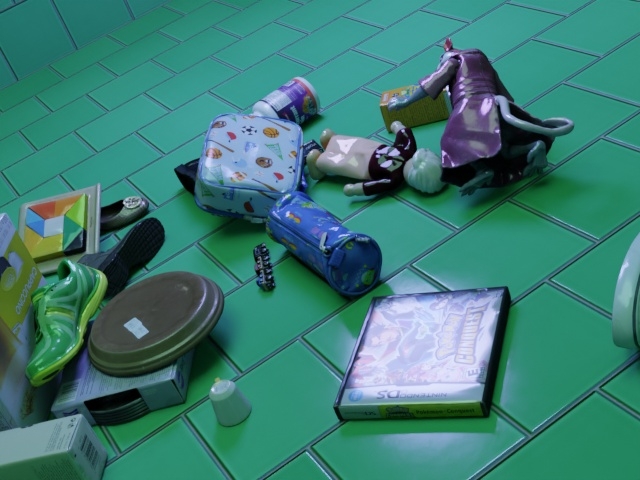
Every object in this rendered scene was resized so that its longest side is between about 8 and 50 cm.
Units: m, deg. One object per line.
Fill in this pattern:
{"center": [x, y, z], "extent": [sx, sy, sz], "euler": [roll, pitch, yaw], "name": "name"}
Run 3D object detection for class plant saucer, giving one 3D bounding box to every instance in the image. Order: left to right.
{"center": [-0.315, 0.145, 1.806], "extent": [0.277, 0.041, 0.278], "euler": [-15, 33, 10], "name": "plant saucer"}

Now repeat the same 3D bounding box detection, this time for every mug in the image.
{"center": [-0.163, 0.269, 1.626], "extent": [0.078, 0.064, 0.062], "euler": [8, 44, 40], "name": "mug"}

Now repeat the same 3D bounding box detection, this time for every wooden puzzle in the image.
{"center": [-0.633, -0.023, 2.300], "extent": [0.238, 0.044, 0.221], "euler": [-16, 56, 14], "name": "wooden puzzle"}

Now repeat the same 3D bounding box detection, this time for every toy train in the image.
{"center": [-0.118, 0.054, 1.955], "extent": [0.036, 0.027, 0.158], "euler": [-24, 31, 5], "name": "toy train"}

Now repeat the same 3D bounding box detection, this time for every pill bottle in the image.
{"center": [-0.103, -0.322, 2.432], "extent": [0.193, 0.108, 0.108], "euler": [-37, 35, -22], "name": "pill bottle"}

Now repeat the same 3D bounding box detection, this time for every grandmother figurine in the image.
{"center": [0.133, -0.170, 2.080], "extent": [0.342, 0.104, 0.208], "euler": [18, 77, 43], "name": "grandmother figurine"}

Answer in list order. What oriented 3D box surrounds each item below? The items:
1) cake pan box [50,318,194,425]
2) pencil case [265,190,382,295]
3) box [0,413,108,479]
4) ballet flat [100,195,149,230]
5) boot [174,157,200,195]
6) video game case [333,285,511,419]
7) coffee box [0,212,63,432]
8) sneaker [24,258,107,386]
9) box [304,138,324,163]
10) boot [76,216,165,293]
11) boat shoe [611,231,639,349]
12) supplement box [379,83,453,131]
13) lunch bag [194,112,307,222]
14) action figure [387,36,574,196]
{"center": [-0.359, 0.228, 1.808], "extent": [0.245, 0.070, 0.267], "euler": [-18, 32, 11], "name": "cake pan box"}
{"center": [0.000, 0.000, 1.868], "extent": [0.119, 0.133, 0.306], "euler": [-59, 35, 4], "name": "pencil case"}
{"center": [-0.511, 0.385, 1.624], "extent": [0.275, 0.113, 0.094], "euler": [-13, 32, 13], "name": "box"}
{"center": [-0.542, -0.060, 2.356], "extent": [0.249, 0.058, 0.084], "euler": [-17, 32, 8], "name": "ballet flat"}
{"center": [-0.226, -0.181, 2.308], "extent": [0.207, 0.094, 0.246], "euler": [-34, 27, -12], "name": "boot"}
{"center": [0.172, 0.181, 1.578], "extent": [0.248, 0.035, 0.275], "euler": [-6, 35, 24], "name": "video game case"}
{"center": [-0.708, 0.202, 1.805], "extent": [0.338, 0.334, 0.338], "euler": [-14, 32, 11], "name": "coffee box"}
{"center": [-0.503, 0.153, 1.811], "extent": [0.109, 0.123, 0.296], "euler": [-41, 24, 34], "name": "sneaker"}
{"center": [-0.039, -0.207, 2.304], "extent": [0.083, 0.018, 0.067], "euler": [-27, 32, -7], "name": "box"}
{"center": [-0.475, 0.033, 2.163], "extent": [0.161, 0.083, 0.246], "euler": [-3, 35, 38], "name": "boot"}
{"center": [0.567, 0.047, 1.463], "extent": [0.156, 0.136, 0.367], "euler": [8, 33, 35], "name": "boat shoe"}
{"center": [0.258, -0.326, 2.244], "extent": [0.233, 0.080, 0.078], "euler": [-14, 30, 18], "name": "supplement box"}
{"center": [-0.149, -0.160, 2.154], "extent": [0.243, 0.115, 0.303], "euler": [8, 42, -3], "name": "lunch bag"}
{"center": [0.306, -0.283, 1.937], "extent": [0.248, 0.276, 0.370], "euler": [1, 58, -21], "name": "action figure"}
